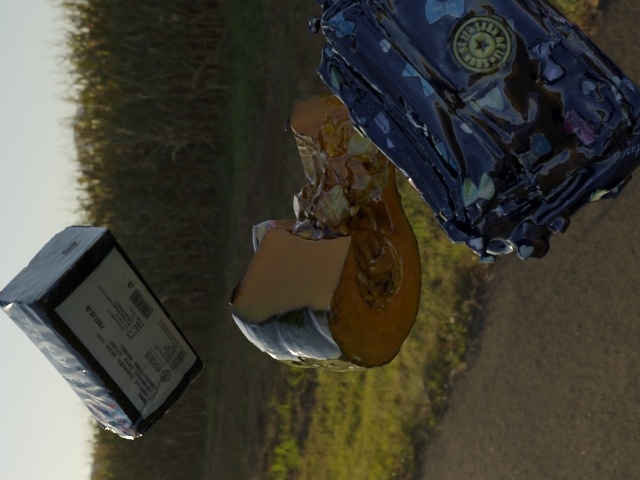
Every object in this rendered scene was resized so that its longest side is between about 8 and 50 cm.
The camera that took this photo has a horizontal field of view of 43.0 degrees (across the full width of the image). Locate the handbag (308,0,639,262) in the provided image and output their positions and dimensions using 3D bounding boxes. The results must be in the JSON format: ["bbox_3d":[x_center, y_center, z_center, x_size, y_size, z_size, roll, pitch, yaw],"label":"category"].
[{"bbox_3d":[0.105,-0.112,0.583,0.260,0.162,0.113,53,-169,14],"label":"handbag"}]

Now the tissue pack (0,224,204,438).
[{"bbox_3d":[-0.189,0.081,0.714,0.091,0.103,0.170,-2,128,41],"label":"tissue pack"}]

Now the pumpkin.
[{"bbox_3d":[-0.001,0.000,0.841,0.139,0.190,0.280,4,116,40],"label":"pumpkin"}]

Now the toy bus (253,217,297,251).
[{"bbox_3d":[0.000,-0.003,1.045,0.072,0.172,0.057,-20,76,59],"label":"toy bus"}]
